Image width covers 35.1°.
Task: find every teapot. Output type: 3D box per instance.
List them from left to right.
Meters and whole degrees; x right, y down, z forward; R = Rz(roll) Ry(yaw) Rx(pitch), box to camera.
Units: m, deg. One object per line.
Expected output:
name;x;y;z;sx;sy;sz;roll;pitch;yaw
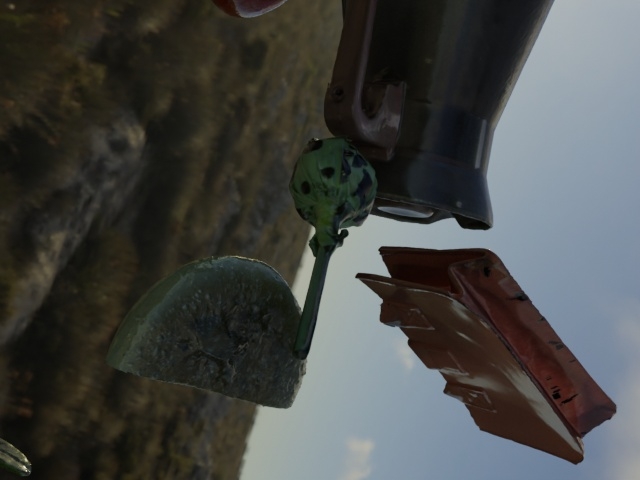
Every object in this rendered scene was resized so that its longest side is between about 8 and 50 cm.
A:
teapot;0.112;-0.199;1.097;0.300;0.253;0.343;17;82;-57

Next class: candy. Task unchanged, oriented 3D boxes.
candy;0.000;0.000;0.882;0.305;0.083;0.091;-77;153;-58

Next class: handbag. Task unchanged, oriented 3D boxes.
handbag;0.139;0.092;0.862;0.059;0.212;0.157;-50;-154;-21

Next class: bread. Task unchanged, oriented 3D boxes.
bread;-0.067;0.068;0.798;0.036;0.193;0.112;23;-90;46

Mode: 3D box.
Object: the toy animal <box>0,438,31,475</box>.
toy animal;-0.259;0.092;0.594;0.041;0.217;0.074;-28;116;-61

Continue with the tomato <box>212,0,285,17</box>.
tomato;-0.104;-0.415;1.448;0.187;0.151;0.187;-25;-138;25
